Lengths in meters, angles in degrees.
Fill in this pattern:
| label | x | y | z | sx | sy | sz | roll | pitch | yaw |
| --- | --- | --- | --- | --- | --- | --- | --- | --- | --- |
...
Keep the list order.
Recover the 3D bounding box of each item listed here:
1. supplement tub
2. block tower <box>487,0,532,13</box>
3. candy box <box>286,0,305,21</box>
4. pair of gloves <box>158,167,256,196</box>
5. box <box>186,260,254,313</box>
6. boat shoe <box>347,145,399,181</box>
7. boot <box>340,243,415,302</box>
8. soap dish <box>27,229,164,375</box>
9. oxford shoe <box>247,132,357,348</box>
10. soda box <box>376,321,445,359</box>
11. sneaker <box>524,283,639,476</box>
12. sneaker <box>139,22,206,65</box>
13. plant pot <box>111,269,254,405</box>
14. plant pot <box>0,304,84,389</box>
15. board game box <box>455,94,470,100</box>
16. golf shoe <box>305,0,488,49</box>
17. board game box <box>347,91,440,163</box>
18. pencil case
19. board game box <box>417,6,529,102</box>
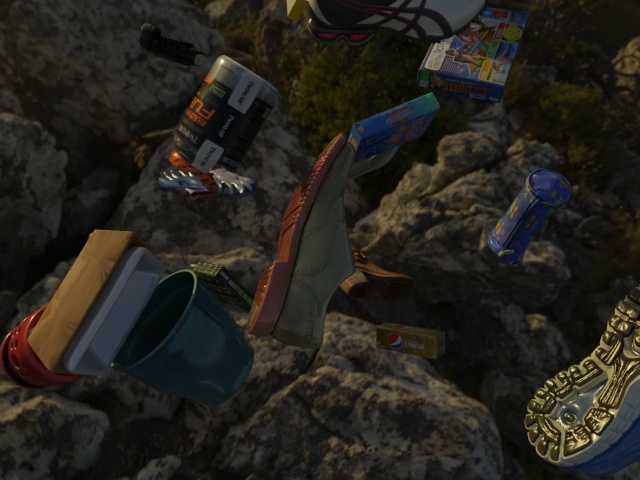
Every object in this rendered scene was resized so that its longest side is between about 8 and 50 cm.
| label | x | y | z | sx | sy | sz | roll | pitch | yaw |
| --- | --- | --- | --- | --- | --- | --- | --- | --- | --- |
| supplement tub | -0.284 | -0.337 | 1.569 | 0.207 | 0.338 | 0.207 | 31 | 8 | -5 |
| block tower | 0.334 | -0.480 | 0.920 | 0.097 | 0.335 | 0.091 | 13 | 57 | 2 |
| candy box | -0.007 | -0.515 | 0.990 | 0.027 | 0.206 | 0.105 | 19 | 45 | -23 |
| pair of gloves | -0.246 | -0.125 | 1.181 | 0.198 | 0.023 | 0.159 | -10 | 28 | -34 |
| box | -0.284 | 0.138 | 1.595 | 0.045 | 0.190 | 0.184 | -51 | 120 | -24 |
| boat shoe | 0.096 | -0.223 | 1.494 | 0.094 | 0.302 | 0.109 | -22 | 81 | -48 |
| boot | 0.151 | 0.097 | 1.752 | 0.283 | 0.109 | 0.220 | -2 | 35 | -28 |
| soap dish | -0.450 | 0.128 | 1.110 | 0.118 | 0.229 | 0.291 | 25 | 75 | 3 |
| oxford shoe | 0.000 | 0.000 | 0.978 | 0.146 | 0.140 | 0.397 | 23 | 79 | -11 |
| soda box | 0.241 | 0.268 | 1.460 | 0.181 | 0.061 | 0.058 | 4 | 9 | 35 |
| sneaker | 0.410 | 0.162 | 0.660 | 0.147 | 0.330 | 0.130 | 37 | 15 | -27 |
| sneaker | -0.280 | -0.370 | 1.040 | 0.089 | 0.170 | 0.051 | 13 | 97 | -3 |
| plant pot | -0.305 | 0.254 | 1.286 | 0.255 | 0.271 | 0.272 | 47 | 45 | -28 |
| plant pot | -0.656 | 0.262 | 1.316 | 0.191 | 0.174 | 0.191 | 30 | 48 | -41 |
| board game box | 0.301 | -0.368 | 1.205 | 0.090 | 0.020 | 0.090 | 12 | 69 | -47 |
| golf shoe | 0.115 | -0.335 | 0.732 | 0.272 | 0.120 | 0.105 | -13 | 71 | -12 |
| board game box | 0.169 | -0.268 | 1.316 | 0.210 | 0.160 | 0.047 | -24 | 80 | -10 |
| pencil case | 0.578 | -0.059 | 1.533 | 0.119 | 0.306 | 0.133 | 31 | 53 | 12 |
| board game box | 0.255 | -0.318 | 0.898 | 0.136 | 0.035 | 0.201 | 18 | 58 | 16 |
